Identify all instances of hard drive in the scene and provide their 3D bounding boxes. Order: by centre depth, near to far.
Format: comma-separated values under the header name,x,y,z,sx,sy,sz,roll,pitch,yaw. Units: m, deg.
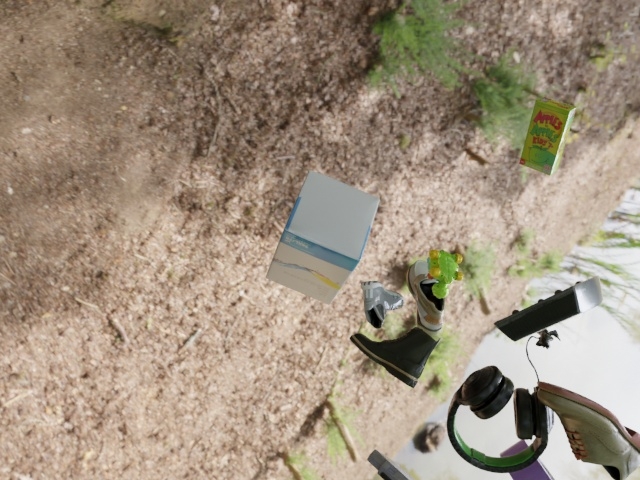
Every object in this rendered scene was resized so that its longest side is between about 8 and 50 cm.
name,x,y,z,sx,sy,sz,roll,pitch,yaw
hard drive,0.439,0.126,1.072,0.254,0.172,0.054,-2,63,-56

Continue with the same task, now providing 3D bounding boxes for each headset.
name,x,y,z,sx,sy,sz,roll,pitch,yaw
headset,0.475,0.392,1.439,0.185,0.243,0.394,-46,159,-69

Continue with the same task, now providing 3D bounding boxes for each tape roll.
name,x,y,z,sx,sy,sz,roll,pitch,yaw
tape roll,0.631,0.709,1.629,0.090,0.275,0.275,-36,132,6

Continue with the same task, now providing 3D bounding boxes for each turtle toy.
name,x,y,z,sx,sy,sz,roll,pitch,yaw
turtle toy,0.314,0.084,1.479,0.095,0.066,0.130,11,66,-19

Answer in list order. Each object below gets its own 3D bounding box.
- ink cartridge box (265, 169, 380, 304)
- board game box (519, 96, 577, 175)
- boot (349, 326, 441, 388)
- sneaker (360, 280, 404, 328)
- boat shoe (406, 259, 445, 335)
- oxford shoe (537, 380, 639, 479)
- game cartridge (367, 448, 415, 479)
name,x,y,z,sx,sy,sz,roll,pitch,yaw
ink cartridge box,0.000,0.000,1.478,0.270,0.197,0.198,117,-5,-57
board game box,0.587,-0.270,1.487,0.043,0.092,0.181,-30,137,-36
boot,0.183,0.248,1.396,0.137,0.198,0.077,-56,154,-4
sneaker,0.191,0.218,1.791,0.228,0.086,0.132,30,56,-48
boat shoe,0.350,0.159,1.829,0.113,0.302,0.103,9,129,-10
oxford shoe,0.620,0.446,1.320,0.348,0.123,0.130,35,83,-13
game cartridge,0.314,0.812,1.799,0.068,0.355,0.230,-53,141,-6
